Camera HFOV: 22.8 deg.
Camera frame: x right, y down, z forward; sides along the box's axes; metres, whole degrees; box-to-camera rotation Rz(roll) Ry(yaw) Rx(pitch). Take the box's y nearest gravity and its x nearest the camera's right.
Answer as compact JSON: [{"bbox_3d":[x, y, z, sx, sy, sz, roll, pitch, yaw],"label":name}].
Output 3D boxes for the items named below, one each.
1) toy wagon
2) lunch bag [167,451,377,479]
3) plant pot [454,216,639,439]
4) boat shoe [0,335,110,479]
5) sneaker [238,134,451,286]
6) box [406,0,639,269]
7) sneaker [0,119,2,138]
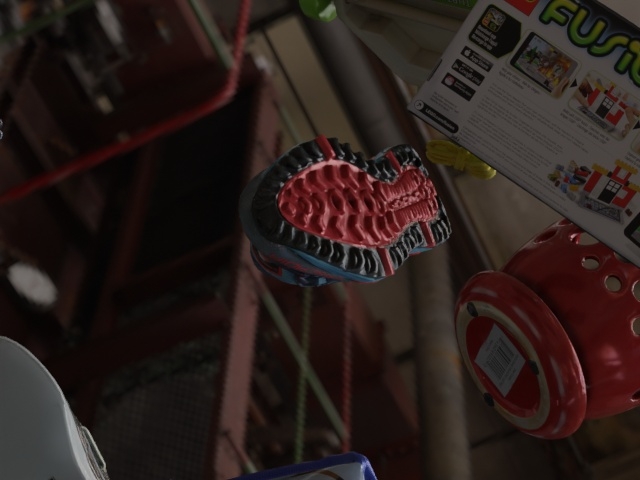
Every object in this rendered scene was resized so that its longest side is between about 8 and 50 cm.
[{"bbox_3d":[0.104,-0.191,1.263,0.267,0.344,0.068,21,-122,27],"label":"toy wagon"},{"bbox_3d":[-0.125,0.410,1.658,0.385,0.239,0.328,-16,-159,25],"label":"lunch bag"},{"bbox_3d":[0.235,0.082,1.471,0.174,0.191,0.191,-29,-155,-25],"label":"plant pot"},{"bbox_3d":[-0.205,0.169,1.190,0.078,0.219,0.070,-27,-172,-3],"label":"boat shoe"},{"bbox_3d":[0.000,0.000,1.123,0.125,0.104,0.262,-29,169,22],"label":"sneaker"},{"bbox_3d":[0.166,-0.064,0.906,0.114,0.207,0.036,-56,168,10],"label":"box"},{"bbox_3d":[-0.251,-0.071,1.096,0.058,0.052,0.135,-44,-169,3],"label":"sneaker"}]
